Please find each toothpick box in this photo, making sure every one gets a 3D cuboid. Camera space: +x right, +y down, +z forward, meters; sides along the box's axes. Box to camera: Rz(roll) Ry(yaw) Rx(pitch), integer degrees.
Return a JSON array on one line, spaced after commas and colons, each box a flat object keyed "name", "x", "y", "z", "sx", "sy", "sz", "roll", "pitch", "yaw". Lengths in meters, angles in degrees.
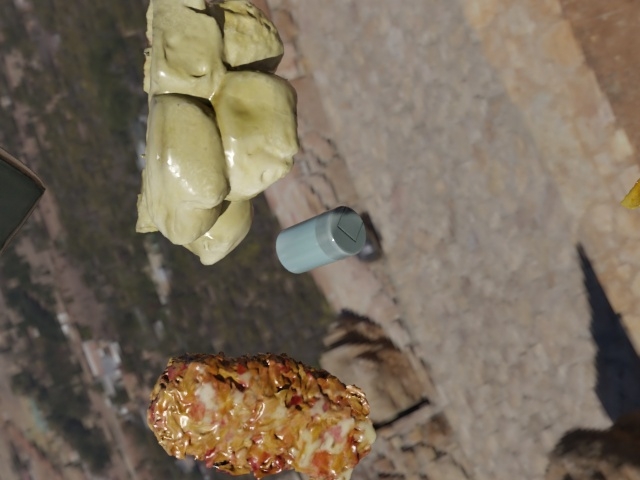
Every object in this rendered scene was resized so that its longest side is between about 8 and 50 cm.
[{"name": "toothpick box", "x": 0.000, "y": 0.000, "z": 1.307, "sx": 0.083, "sy": 0.052, "sz": 0.052, "roll": -20, "pitch": 91, "yaw": 44}]

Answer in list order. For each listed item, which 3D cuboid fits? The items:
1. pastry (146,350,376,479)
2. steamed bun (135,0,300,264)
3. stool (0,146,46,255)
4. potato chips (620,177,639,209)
[{"name": "pastry", "x": -0.044, "y": 0.119, "z": 0.898, "sx": 0.063, "sy": 0.169, "sz": 0.087, "roll": 21, "pitch": 93, "yaw": 62}, {"name": "steamed bun", "x": -0.075, "y": -0.074, "z": 0.918, "sx": 0.177, "sy": 0.106, "sz": 0.192, "roll": 107, "pitch": 163, "yaw": -57}, {"name": "stool", "x": -0.381, "y": -0.056, "z": 1.214, "sx": 0.232, "sy": 0.141, "sz": 0.232, "roll": 32, "pitch": 175, "yaw": 3}, {"name": "potato chips", "x": 0.309, "y": -0.115, "z": 1.074, "sx": 0.037, "sy": 0.026, "sz": 0.204, "roll": 35, "pitch": 111, "yaw": 37}]
